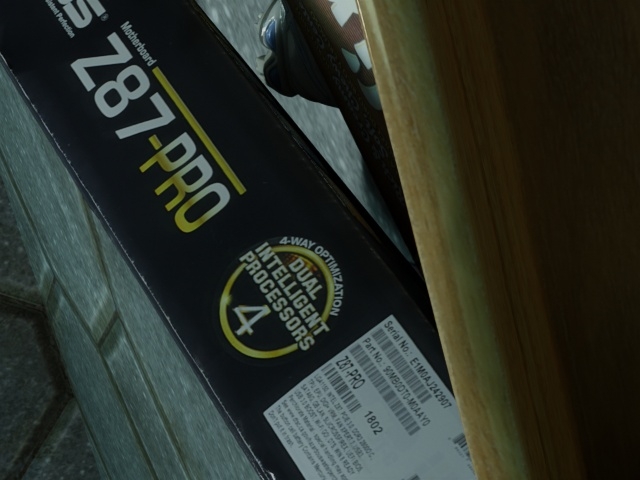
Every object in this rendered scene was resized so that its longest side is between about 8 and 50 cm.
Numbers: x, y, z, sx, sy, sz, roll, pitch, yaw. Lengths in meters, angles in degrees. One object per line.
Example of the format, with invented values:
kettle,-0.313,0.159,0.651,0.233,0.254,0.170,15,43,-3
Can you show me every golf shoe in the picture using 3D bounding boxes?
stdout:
golf shoe,0.002,-0.143,0.895,0.086,0.069,0.176,31,150,38

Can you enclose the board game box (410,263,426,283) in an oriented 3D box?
board game box,0.066,0.096,1.044,0.133,0.033,0.168,43,152,55

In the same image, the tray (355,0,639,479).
tray,0.107,-0.083,0.335,0.076,0.203,0.410,-66,-35,-58

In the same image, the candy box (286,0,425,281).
candy box,0.029,-0.154,0.702,0.316,0.088,0.183,64,166,8

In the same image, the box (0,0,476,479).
box,0.012,0.047,0.805,0.395,0.097,0.318,53,-178,36
